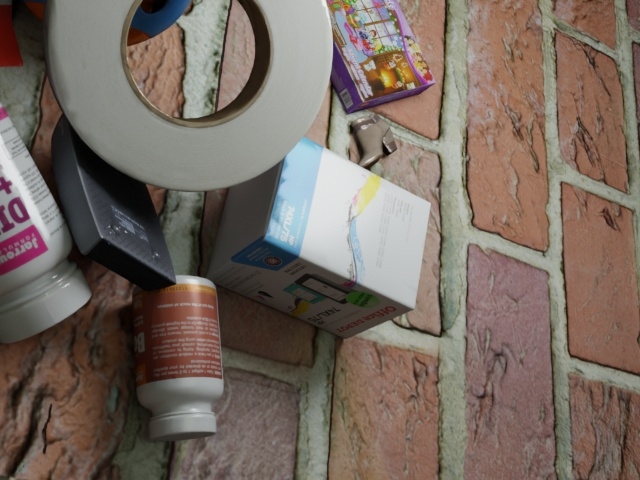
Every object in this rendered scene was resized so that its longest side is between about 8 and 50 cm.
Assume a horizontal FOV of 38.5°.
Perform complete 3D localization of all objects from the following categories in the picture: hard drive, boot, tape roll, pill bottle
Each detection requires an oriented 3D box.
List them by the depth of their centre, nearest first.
[{"bbox_3d":[-0.415,-0.023,1.161,0.160,0.160,0.283,-38,111,-38],"label":"pill bottle"},{"bbox_3d":[-0.173,-0.259,1.237,0.392,0.072,0.392,-6,105,-22],"label":"tape roll"},{"bbox_3d":[-0.291,-0.051,1.263,0.172,0.054,0.254,40,19,-50],"label":"hard drive"},{"bbox_3d":[-0.199,0.166,1.284,0.121,0.121,0.216,5,68,-32],"label":"pill bottle"},{"bbox_3d":[0.085,-0.182,1.667,0.118,0.042,0.087,-33,85,-39],"label":"boot"}]

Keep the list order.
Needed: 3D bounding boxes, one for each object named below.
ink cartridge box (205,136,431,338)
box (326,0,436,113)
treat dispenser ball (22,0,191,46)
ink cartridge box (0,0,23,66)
[{"bbox_3d":[0.000,0.000,1.434,0.270,0.198,0.197,25,59,-23],"label":"ink cartridge box"},{"bbox_3d":[0.076,-0.398,1.730,0.201,0.057,0.293,-22,84,-38],"label":"box"},{"bbox_3d":[-0.314,-0.427,1.336,0.288,0.288,0.288,13,65,-29],"label":"treat dispenser ball"},{"bbox_3d":[-0.535,-0.364,1.314,0.189,0.066,0.232,-11,74,-36],"label":"ink cartridge box"}]
